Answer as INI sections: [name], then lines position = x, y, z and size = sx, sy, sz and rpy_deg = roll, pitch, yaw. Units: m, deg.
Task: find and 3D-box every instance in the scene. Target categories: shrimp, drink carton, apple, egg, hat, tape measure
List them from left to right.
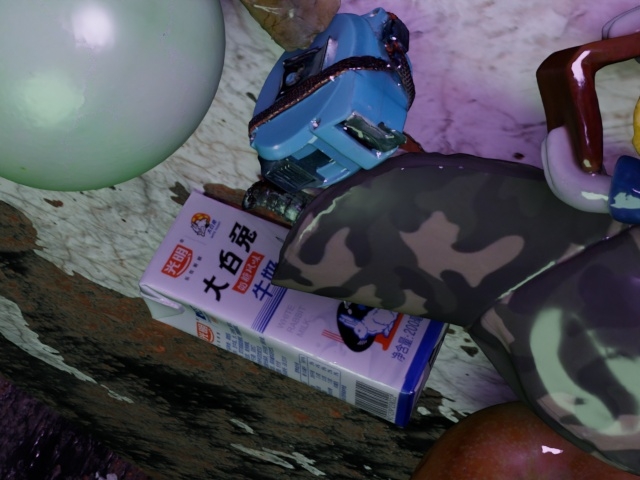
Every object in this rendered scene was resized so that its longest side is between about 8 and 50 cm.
[egg]
position = -0.183, -0.144, 0.811
size = 0.220, 0.220, 0.270
rpy_deg = 44, 165, -31
[drink carton]
position = -0.026, 0.072, 1.186
size = 0.315, 0.130, 0.106
rpy_deg = 21, 153, 12
[shrimp]
position = 0.000, -0.002, 1.080
size = 0.174, 0.082, 0.076
rpy_deg = 35, 160, 1
[tape measure]
position = 0.011, -0.104, 0.814
size = 0.081, 0.125, 0.146
rpy_deg = 32, 142, -31
[hat]
position = 0.164, 0.082, 0.891
size = 0.382, 0.257, 0.366
rpy_deg = -7, 158, -12
[apple]
position = 0.230, 0.325, 1.213
size = 0.319, 0.319, 0.277
rpy_deg = 15, 132, 25

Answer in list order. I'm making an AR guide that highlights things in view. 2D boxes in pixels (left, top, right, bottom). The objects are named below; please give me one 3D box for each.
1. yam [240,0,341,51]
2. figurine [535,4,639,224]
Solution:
[yam]
position = -0.087, -0.245, 0.711
size = 0.067, 0.071, 0.317
rpy_deg = -7, 141, 39
[figurine]
position = 0.243, -0.037, 0.630
size = 0.284, 0.204, 0.338
rpy_deg = 14, 159, 50
